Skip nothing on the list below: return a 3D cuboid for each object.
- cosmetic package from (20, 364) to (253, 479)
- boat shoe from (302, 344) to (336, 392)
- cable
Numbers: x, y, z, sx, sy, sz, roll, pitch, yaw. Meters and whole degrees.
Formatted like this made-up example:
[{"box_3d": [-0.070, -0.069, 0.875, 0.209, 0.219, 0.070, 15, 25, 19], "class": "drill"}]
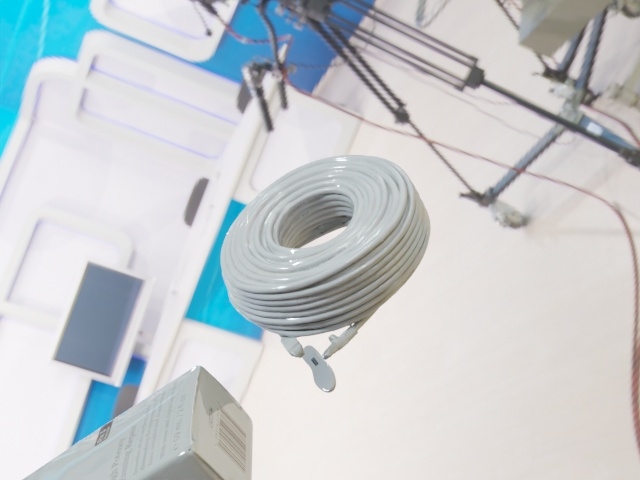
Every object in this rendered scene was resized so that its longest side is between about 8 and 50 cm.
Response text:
[{"box_3d": [-0.169, 0.215, 0.697, 0.231, 0.085, 0.117, -33, 23, 11], "class": "cosmetic package"}, {"box_3d": [0.003, 0.286, 1.853, 0.049, 0.040, 0.142, -40, 43, 4], "class": "boat shoe"}, {"box_3d": [0.000, 0.000, 0.995, 0.257, 0.089, 0.257, -41, 38, -18], "class": "cable"}]
